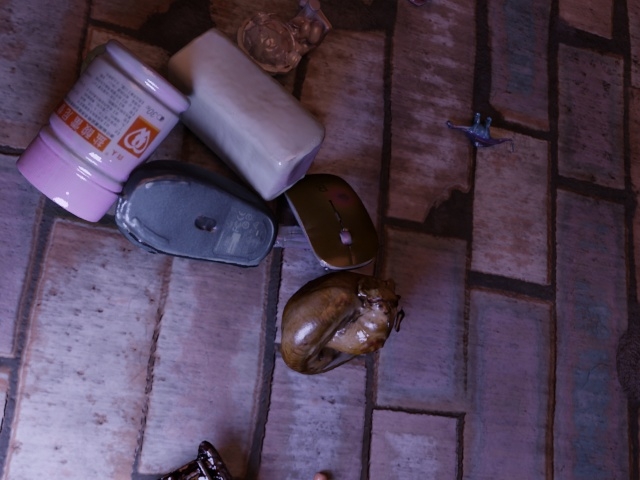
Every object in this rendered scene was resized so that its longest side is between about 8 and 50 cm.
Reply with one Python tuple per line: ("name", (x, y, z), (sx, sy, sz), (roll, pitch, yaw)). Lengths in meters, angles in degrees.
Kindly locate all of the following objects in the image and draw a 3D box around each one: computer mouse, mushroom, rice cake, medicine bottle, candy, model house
("computer mouse", (0.017, -0.058, 1.567), (0.158, 0.072, 0.310), (-9, 46, -20))
("mushroom", (0.046, 0.165, 1.502), (0.263, 0.283, 0.195), (25, 48, -51))
("computer mouse", (-0.263, -0.049, 1.493), (0.373, 0.114, 0.203), (20, 98, -34))
("rice cake", (0.000, 0.000, 1.636), (0.269, 0.049, 0.055), (4, 54, -18))
("medicine bottle", (-0.430, -0.217, 1.403), (0.202, 0.202, 0.316), (38, 91, -7))
("candy", (-0.167, -0.263, 1.519), (0.358, 0.208, 0.145), (44, 63, 9))
("model house", (-0.245, 0.523, 1.379), (0.164, 0.141, 0.203), (-34, 92, -33))

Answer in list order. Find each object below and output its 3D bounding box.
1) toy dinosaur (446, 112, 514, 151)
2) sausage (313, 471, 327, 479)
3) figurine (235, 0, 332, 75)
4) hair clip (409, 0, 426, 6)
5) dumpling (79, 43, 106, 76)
("toy dinosaur", (0.425, -0.287, 1.854), (0.197, 0.045, 0.080), (20, 84, -6))
("sausage", (-0.002, 0.543, 1.513), (0.034, 0.034, 0.083), (10, 73, -16))
("figurine", (-0.098, -0.476, 1.666), (0.236, 0.141, 0.163), (-30, 83, -22))
("hair clip", (0.292, -0.706, 1.877), (0.123, 0.102, 0.138), (35, 68, -11))
("dumpling", (-0.430, -0.333, 1.551), (0.219, 0.108, 0.153), (45, 109, 3))
